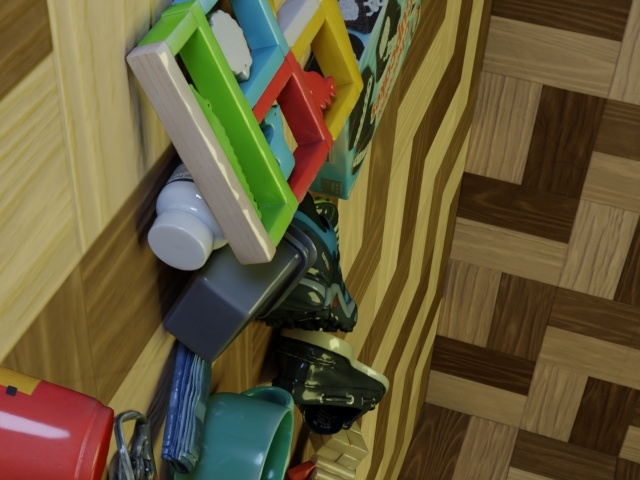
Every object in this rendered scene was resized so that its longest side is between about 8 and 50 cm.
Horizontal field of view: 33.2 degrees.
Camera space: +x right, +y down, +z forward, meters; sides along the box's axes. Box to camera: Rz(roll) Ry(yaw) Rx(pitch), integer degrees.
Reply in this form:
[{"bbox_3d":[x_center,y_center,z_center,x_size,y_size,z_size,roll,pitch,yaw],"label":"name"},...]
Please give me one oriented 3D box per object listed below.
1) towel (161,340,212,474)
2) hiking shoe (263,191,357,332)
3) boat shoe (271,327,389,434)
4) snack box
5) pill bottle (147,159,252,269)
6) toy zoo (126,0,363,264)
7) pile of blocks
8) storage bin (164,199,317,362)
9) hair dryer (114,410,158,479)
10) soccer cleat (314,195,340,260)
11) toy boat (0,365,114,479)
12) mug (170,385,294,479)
[{"bbox_3d":[-0.119,0.150,0.984,0.067,0.029,0.119,81,13,-65],"label":"towel"},{"bbox_3d":[-0.011,0.030,1.198,0.304,0.113,0.132,78,17,-79],"label":"hiking shoe"},{"bbox_3d":[0.010,0.206,1.460,0.340,0.127,0.113,61,46,-70],"label":"boat shoe"},{"bbox_3d":[0.056,-0.231,1.307,0.187,0.060,0.322,86,22,-56],"label":"snack box"},{"bbox_3d":[-0.091,-0.035,0.863,0.067,0.067,0.120,91,18,-47],"label":"pill bottle"},{"bbox_3d":[-0.039,-0.148,0.873,0.192,0.030,0.293,64,35,-32],"label":"toy zoo"},{"bbox_3d":[-0.030,0.430,1.657,0.112,0.149,0.362,30,57,-33],"label":"pile of blocks"},{"bbox_3d":[-0.081,0.037,0.928,0.091,0.098,0.135,-52,-179,-39],"label":"storage bin"},{"bbox_3d":[-0.147,0.293,0.964,0.293,0.080,0.224,77,29,-66],"label":"hair dryer"},{"bbox_3d":[0.000,0.000,1.298,0.179,0.060,0.072,68,8,-71],"label":"soccer cleat"},{"bbox_3d":[-0.193,0.187,0.521,0.267,0.148,0.318,-82,-175,-65],"label":"toy boat"},{"bbox_3d":[-0.089,0.217,1.089,0.158,0.097,0.130,-8,110,-79],"label":"mug"}]
